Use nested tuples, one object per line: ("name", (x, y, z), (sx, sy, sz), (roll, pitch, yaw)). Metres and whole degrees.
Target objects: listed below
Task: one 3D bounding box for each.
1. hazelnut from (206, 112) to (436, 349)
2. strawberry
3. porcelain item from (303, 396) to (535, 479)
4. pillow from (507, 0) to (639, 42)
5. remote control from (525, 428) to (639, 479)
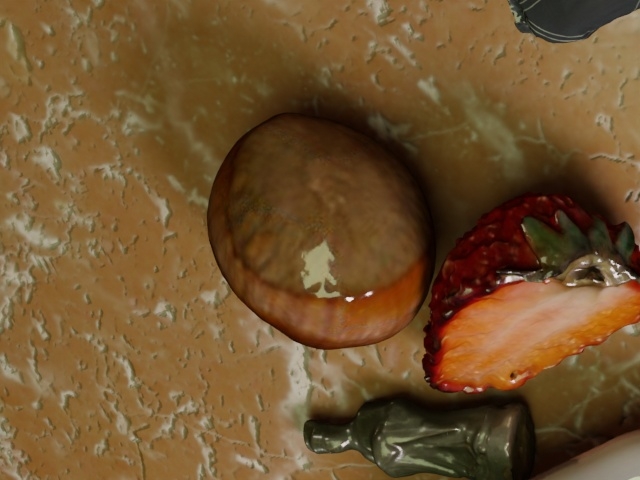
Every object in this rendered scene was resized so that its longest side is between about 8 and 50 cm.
("hazelnut", (0.000, 0.000, 1.450), (0.214, 0.176, 0.214), (42, 150, 32))
("strawberry", (0.160, 0.035, 1.441), (0.190, 0.111, 0.236), (6, 147, -29))
("porcelain item", (0.082, 0.180, 1.564), (0.216, 0.069, 0.081), (3, 126, 24))
("pillow", (0.264, -0.275, 1.270), (0.335, 0.092, 0.161), (-30, 98, 27))
("remote control", (0.255, 0.277, 1.501), (0.332, 0.103, 0.221), (-30, 116, 17))
